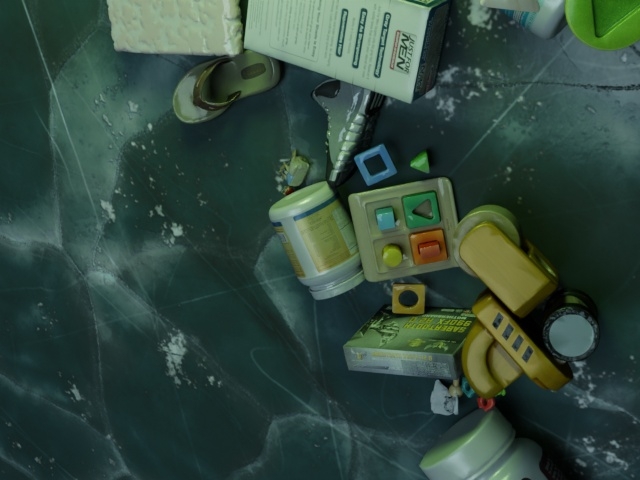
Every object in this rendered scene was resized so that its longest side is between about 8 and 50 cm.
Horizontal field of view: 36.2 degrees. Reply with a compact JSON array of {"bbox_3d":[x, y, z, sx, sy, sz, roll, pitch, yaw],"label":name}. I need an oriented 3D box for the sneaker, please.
[{"bbox_3d":[0.030,-0.222,1.833,0.132,0.086,0.229,32,116,21],"label":"sneaker"}]

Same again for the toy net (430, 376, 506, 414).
[{"bbox_3d":[0.295,0.292,1.916,0.232,0.045,0.122,-54,50,47],"label":"toy net"}]

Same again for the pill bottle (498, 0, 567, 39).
[{"bbox_3d":[0.289,-0.439,1.514,0.264,0.146,0.146,37,127,11],"label":"pill bottle"}]

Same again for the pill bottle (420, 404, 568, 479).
[{"bbox_3d":[0.386,0.525,1.878,0.392,0.224,0.224,50,128,1],"label":"pill bottle"}]

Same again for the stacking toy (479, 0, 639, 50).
[{"bbox_3d":[0.378,-0.437,1.396,0.309,0.130,0.279,17,113,-2],"label":"stacking toy"}]

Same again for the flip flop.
[{"bbox_3d":[-0.195,-0.303,1.926,0.277,0.080,0.112,-13,105,36],"label":"flip flop"}]

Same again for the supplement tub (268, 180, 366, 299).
[{"bbox_3d":[0.000,0.000,1.910,0.144,0.144,0.200,-15,105,36],"label":"supplement tub"}]

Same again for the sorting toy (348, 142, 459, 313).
[{"bbox_3d":[0.162,-0.013,1.828,0.196,0.047,0.348,-10,109,10],"label":"sorting toy"}]

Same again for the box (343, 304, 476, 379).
[{"bbox_3d":[0.186,0.189,1.865,0.231,0.183,0.056,1,113,33],"label":"box"}]

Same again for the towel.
[{"bbox_3d":[-0.290,-0.524,1.885,0.317,0.053,0.332,8,112,30],"label":"towel"}]

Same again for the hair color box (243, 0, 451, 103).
[{"bbox_3d":[0.042,-0.382,1.723,0.347,0.105,0.174,23,123,22],"label":"hair color box"}]

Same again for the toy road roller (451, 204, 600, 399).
[{"bbox_3d":[0.314,0.122,1.693,0.240,0.202,0.329,-42,86,15],"label":"toy road roller"}]

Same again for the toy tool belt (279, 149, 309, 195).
[{"bbox_3d":[-0.057,-0.135,1.949,0.051,0.052,0.083,58,133,37],"label":"toy tool belt"}]
